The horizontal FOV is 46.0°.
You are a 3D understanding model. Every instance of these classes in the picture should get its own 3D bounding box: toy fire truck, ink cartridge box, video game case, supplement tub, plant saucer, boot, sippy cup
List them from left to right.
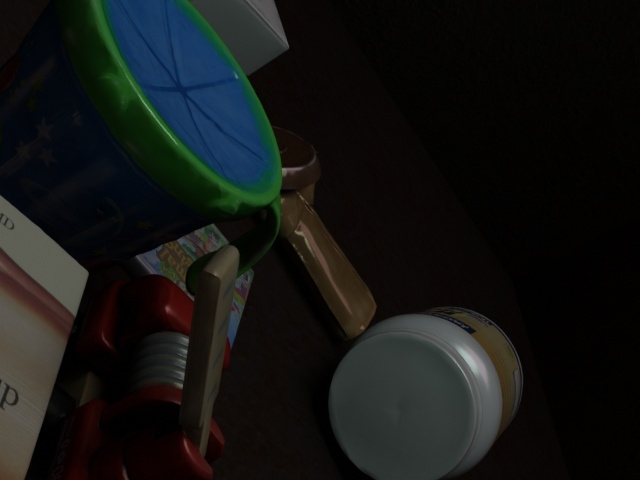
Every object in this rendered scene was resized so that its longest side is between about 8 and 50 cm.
[{"bbox_3d":[-0.187,-0.078,0.634,0.305,0.224,0.240,61,18,1],"label":"sippy cup"},{"bbox_3d":[-0.117,0.093,0.530,0.158,0.246,0.217,50,22,-30],"label":"toy fire truck"},{"bbox_3d":[-0.161,0.014,0.879,0.212,0.023,0.193,53,20,-21],"label":"video game case"},{"bbox_3d":[-0.183,-0.372,1.155,0.168,0.171,0.233,36,30,-51],"label":"ink cartridge box"},{"bbox_3d":[-0.076,-0.135,1.147,0.168,0.029,0.168,12,34,-8],"label":"plant saucer"},{"bbox_3d":[0.000,0.000,1.225,0.269,0.089,0.236,55,32,-12],"label":"boot"},{"bbox_3d":[0.157,0.214,1.080,0.228,0.228,0.316,64,19,12],"label":"supplement tub"}]

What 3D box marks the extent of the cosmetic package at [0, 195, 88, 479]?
[{"bbox_3d":[-0.241,0.097,0.389,0.153,0.129,0.296,46,23,-32],"label":"cosmetic package"}]
